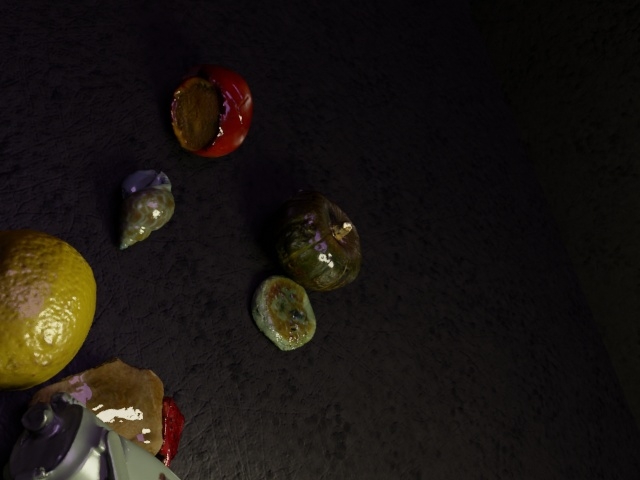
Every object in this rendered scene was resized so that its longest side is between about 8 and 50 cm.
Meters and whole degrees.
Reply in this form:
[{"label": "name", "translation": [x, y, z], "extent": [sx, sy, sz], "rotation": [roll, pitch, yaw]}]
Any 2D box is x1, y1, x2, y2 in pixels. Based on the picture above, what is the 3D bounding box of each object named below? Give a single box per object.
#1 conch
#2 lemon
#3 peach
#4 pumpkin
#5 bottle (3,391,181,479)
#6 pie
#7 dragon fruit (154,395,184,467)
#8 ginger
[{"label": "conch", "translation": [-0.367, -0.073, 1.635], "extent": [0.116, 0.106, 0.172], "rotation": [5, 46, -22]}, {"label": "lemon", "translation": [-0.507, 0.119, 1.284], "extent": [0.253, 0.254, 0.310], "rotation": [39, 47, -24]}, {"label": "peach", "translation": [-0.256, -0.299, 1.798], "extent": [0.190, 0.196, 0.226], "rotation": [18, 48, 2]}, {"label": "pumpkin", "translation": [0.002, -0.002, 1.869], "extent": [0.260, 0.189, 0.260], "rotation": [37, 33, -30]}, {"label": "bottle", "translation": [-0.353, 0.405, 1.226], "extent": [0.351, 0.229, 0.229], "rotation": [61, 36, -36]}, {"label": "pie", "translation": [-0.082, 0.169, 1.829], "extent": [0.187, 0.041, 0.186], "rotation": [23, 54, -36]}, {"label": "dragon fruit", "translation": [-0.299, 0.371, 1.492], "extent": [0.097, 0.063, 0.131], "rotation": [31, 50, -30]}, {"label": "ginger", "translation": [-0.388, 0.320, 1.387], "extent": [0.276, 0.130, 0.221], "rotation": [-32, 102, -43]}]
